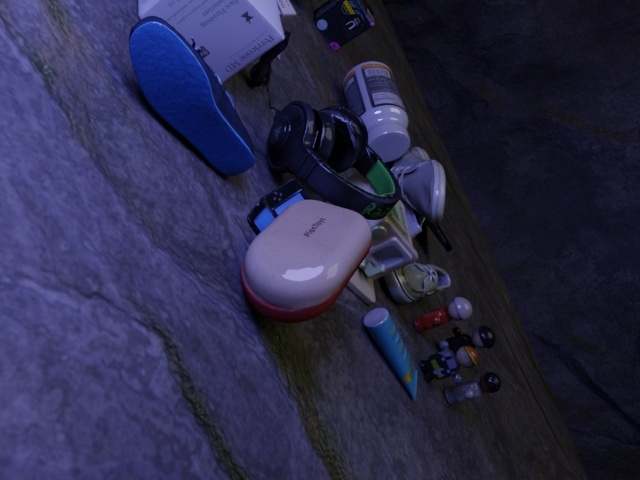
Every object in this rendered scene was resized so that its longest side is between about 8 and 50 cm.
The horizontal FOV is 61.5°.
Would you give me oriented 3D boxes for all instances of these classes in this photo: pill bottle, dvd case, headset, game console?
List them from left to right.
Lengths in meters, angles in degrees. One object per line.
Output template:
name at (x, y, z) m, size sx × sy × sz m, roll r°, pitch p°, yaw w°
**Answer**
game console at (-0.048, -0.024, 0.886) m, size 0.122 × 0.107 × 0.071 m, roll 57°, pitch -4°, yaw -17°
headset at (0.005, -0.210, 1.001) m, size 0.394 × 0.185 × 0.243 m, roll 46°, pitch 28°, yaw 18°
pill bottle at (0.165, -0.375, 1.578) m, size 0.162 × 0.162 × 0.279 m, roll 33°, pitch 38°, yaw -50°
dvd case at (0.348, -0.082, 1.756) m, size 0.179 × 0.029 × 0.239 m, roll 54°, pitch 9°, yaw -23°

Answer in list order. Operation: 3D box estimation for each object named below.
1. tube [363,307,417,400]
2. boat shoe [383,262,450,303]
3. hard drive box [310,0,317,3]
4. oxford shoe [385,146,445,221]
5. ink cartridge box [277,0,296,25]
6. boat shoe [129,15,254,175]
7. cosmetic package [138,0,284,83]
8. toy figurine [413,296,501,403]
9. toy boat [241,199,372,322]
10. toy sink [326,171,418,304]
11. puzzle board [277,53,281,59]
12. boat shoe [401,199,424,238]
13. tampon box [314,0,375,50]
tube at (0.153, 0.227, 1.087) m, size 0.207 × 0.052 × 0.080 m, roll 59°, pitch 32°, yaw -27°
boat shoe at (0.244, 0.093, 1.345) m, size 0.302 × 0.094 × 0.109 m, roll 8°, pitch 59°, yaw -63°
hard drive box at (-0.060, -0.841, 1.562) m, size 0.232 × 0.089 × 0.181 m, roll 57°, pitch 4°, yaw 6°
oxford shoe at (0.263, -0.166, 1.533) m, size 0.449 × 0.130 × 0.169 m, roll -97°, pitch -170°, yaw -66°
ink cartridge box at (-0.156, -0.515, 1.119) m, size 0.159 × 0.092 × 0.218 m, roll 59°, pitch 25°, yaw -11°
boat shoe at (-0.184, -0.201, 0.768) m, size 0.258 × 0.109 × 0.089 m, roll 64°, pitch 9°, yaw -45°
cosmetic package at (-0.178, -0.393, 0.882) m, size 0.183 × 0.151 × 0.151 m, roll 32°, pitch 39°, yaw -50°
toy figurine at (0.337, 0.268, 1.297) m, size 0.213 × 0.148 × 0.210 m, roll 50°, pitch 27°, yaw -32°
toy boat at (-0.021, 0.048, 0.804) m, size 0.231 × 0.151 × 0.151 m, roll -49°, pitch 151°, yaw -52°
toy sink at (0.110, -0.012, 1.124) m, size 0.153 × 0.131 × 0.234 m, roll 44°, pitch 31°, yaw -38°
puzzle board at (-0.119, -0.500, 1.295) m, size 0.096 × 0.011 × 0.128 m, roll 48°, pitch 28°, yaw -32°
boat shoe at (0.276, -0.064, 1.599) m, size 0.083 × 0.075 × 0.226 m, roll 54°, pitch 25°, yaw -22°
tampon box at (0.077, -0.722, 1.743) m, size 0.120 × 0.161 × 0.101 m, roll 45°, pitch 30°, yaw -35°
